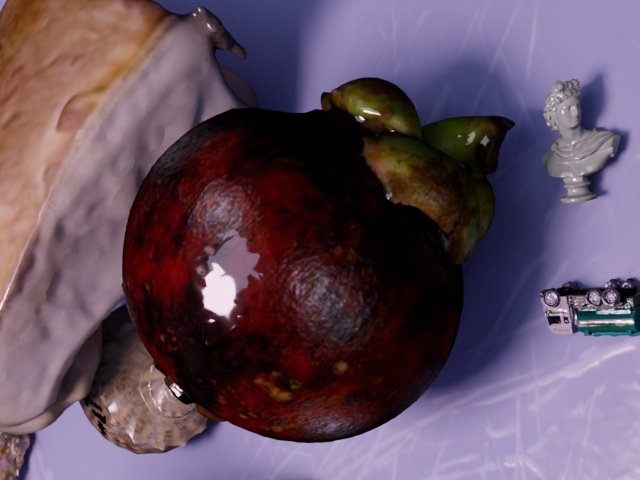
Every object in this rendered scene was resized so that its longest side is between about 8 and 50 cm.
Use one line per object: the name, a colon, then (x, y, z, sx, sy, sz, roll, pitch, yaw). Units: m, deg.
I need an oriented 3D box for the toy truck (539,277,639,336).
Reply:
toy truck: (0.216, 0.055, 1.254, 0.083, 0.039, 0.044, -4, 98, 37)

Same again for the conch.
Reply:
conch: (-0.174, 0.126, 1.545, 0.155, 0.130, 0.207, -52, 25, -21)

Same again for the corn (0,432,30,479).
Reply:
corn: (-0.449, 0.173, 1.734, 0.335, 0.127, 0.126, 29, 105, 36)

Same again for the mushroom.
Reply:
mushroom: (-0.262, -0.040, 1.455, 0.314, 0.224, 0.397, 25, 80, 37)

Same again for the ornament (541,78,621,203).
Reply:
ornament: (0.203, -0.076, 1.273, 0.068, 0.041, 0.092, -40, 73, 36)

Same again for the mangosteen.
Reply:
mangosteen: (-0.009, 0.015, 1.291, 0.311, 0.311, 0.311, -3, 85, 39)
